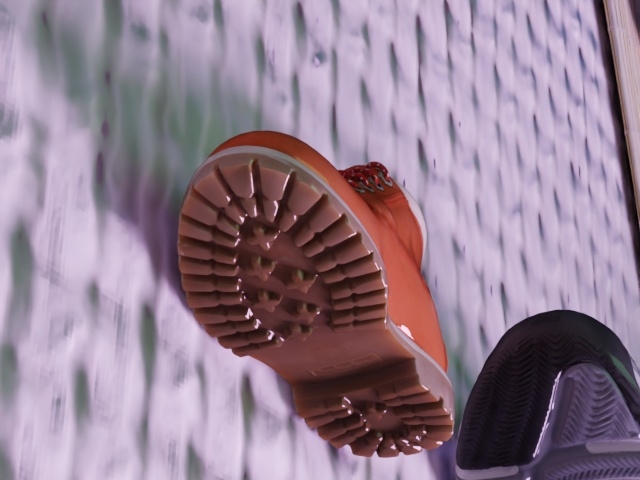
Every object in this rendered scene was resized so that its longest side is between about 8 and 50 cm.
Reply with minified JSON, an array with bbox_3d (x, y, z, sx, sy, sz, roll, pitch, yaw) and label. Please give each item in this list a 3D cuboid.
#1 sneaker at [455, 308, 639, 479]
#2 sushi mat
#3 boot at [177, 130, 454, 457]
[{"bbox_3d":[0.114,0.098,0.676,0.132,0.086,0.229,-73,153,-54],"label":"sneaker"},{"bbox_3d":[0.220,-0.059,1.022,0.151,0.019,0.316,9,71,-62],"label":"sushi mat"},{"bbox_3d":[0.000,0.000,0.499,0.158,0.059,0.084,58,28,-53],"label":"boot"}]
